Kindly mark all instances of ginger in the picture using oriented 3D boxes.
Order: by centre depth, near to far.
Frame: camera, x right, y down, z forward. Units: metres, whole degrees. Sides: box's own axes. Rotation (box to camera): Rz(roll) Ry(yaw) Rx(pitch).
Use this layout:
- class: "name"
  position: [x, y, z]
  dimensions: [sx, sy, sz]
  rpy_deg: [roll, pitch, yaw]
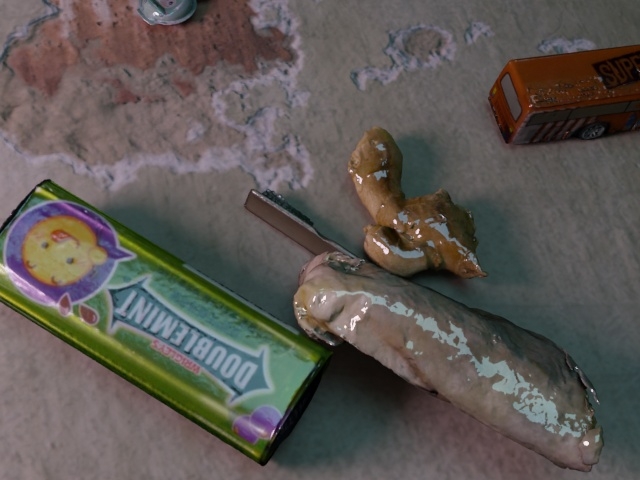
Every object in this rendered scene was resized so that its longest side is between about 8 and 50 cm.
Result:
- class: "ginger"
  position: [0.106, -0.038, 1.363]
  dimensions: [0.133, 0.059, 0.214]
  rpy_deg: [-8, 58, -8]

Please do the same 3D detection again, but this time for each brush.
- class: "brush"
  position: [0.000, 0.000, 1.329]
  dimensions: [0.190, 0.034, 0.027]
  rpy_deg: [34, 41, 11]

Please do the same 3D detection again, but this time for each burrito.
- class: "burrito"
  position: [0.127, 0.107, 1.222]
  dimensions: [0.348, 0.107, 0.175]
  rpy_deg: [26, 20, 7]

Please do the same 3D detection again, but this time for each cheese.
- class: "cheese"
  position: [-0.176, -0.300, 1.481]
  dimensions: [0.067, 0.026, 0.121]
  rpy_deg: [40, 58, 13]

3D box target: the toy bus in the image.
- class: "toy bus"
  position: [0.413, -0.193, 1.509]
  dimensions: [0.409, 0.092, 0.093]
  rpy_deg: [-10, 63, -17]

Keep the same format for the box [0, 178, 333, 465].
- class: "box"
  position: [-0.163, 0.079, 1.195]
  dimensions: [0.345, 0.097, 0.134]
  rpy_deg: [32, 67, 7]
